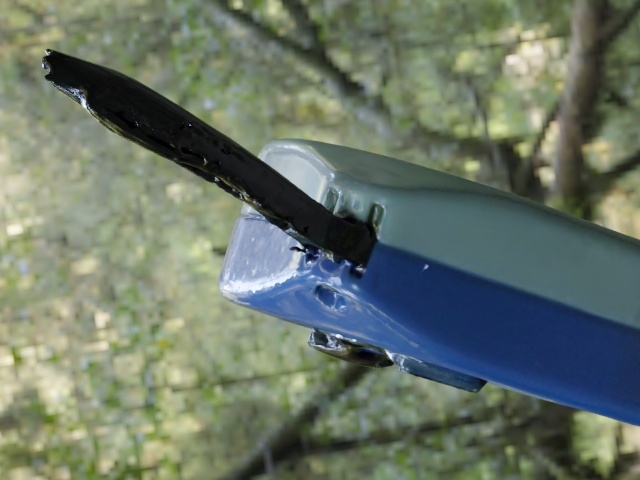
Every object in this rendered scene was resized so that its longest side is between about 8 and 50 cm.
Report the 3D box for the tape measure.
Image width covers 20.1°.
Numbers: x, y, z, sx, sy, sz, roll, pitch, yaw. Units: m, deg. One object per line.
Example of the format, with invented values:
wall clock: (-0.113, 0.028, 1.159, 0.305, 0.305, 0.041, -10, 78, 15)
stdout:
tape measure: (0.000, 0.000, 0.848, 0.215, 0.351, 0.098, 10, 80, 66)
